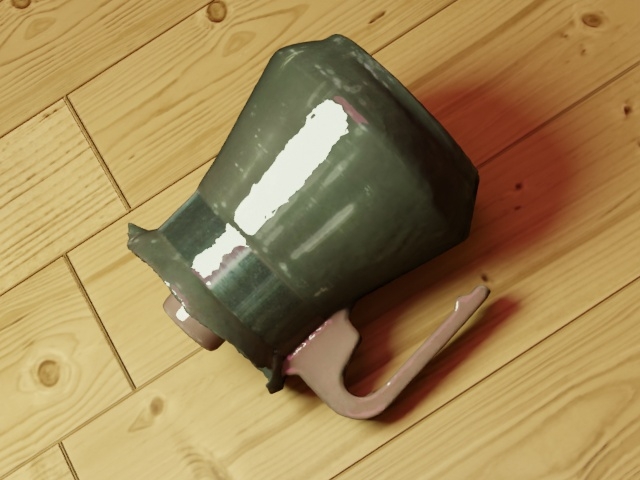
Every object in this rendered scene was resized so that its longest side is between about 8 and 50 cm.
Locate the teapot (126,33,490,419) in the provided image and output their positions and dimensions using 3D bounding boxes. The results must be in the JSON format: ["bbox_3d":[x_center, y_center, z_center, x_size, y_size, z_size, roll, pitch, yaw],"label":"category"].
[{"bbox_3d":[0.000,0.000,1.673,0.362,0.305,0.376,-45,83,1],"label":"teapot"}]
